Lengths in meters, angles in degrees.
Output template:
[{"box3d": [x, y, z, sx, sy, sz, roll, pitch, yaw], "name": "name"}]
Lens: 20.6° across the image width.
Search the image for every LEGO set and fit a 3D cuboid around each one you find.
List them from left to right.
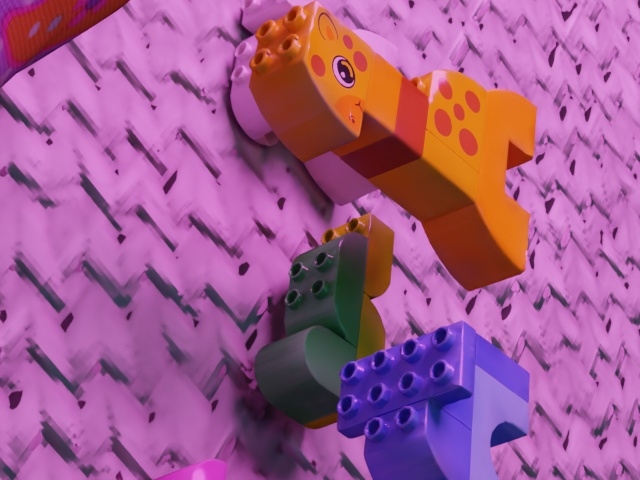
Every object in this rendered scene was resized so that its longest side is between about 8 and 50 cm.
[{"box3d": [0.000, 0.000, 0.455, 0.093, 0.087, 0.227, 37, 44, -35], "name": "LEGO set"}]

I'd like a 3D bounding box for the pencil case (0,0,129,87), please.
[{"box3d": [-0.121, -0.054, 0.308, 0.124, 0.124, 0.284, 58, 38, -12], "name": "pencil case"}]
